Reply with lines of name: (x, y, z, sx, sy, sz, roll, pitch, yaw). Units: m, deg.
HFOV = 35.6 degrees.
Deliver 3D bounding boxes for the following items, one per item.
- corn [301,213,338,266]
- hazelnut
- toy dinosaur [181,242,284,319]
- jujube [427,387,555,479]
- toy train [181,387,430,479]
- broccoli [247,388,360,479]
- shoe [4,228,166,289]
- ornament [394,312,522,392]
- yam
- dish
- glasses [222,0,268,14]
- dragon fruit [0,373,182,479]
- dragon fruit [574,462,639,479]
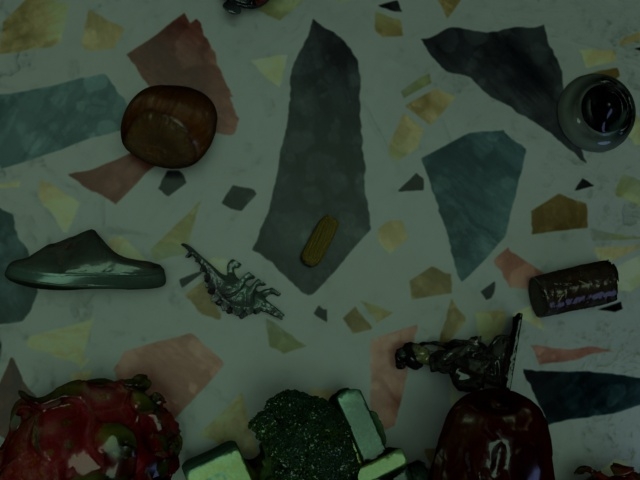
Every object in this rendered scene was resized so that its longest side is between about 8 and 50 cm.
corn: (0.000, 0.000, 1.665, 0.037, 0.037, 0.092, 28, 85, -4)
hazelnut: (-0.241, -0.192, 1.604, 0.150, 0.150, 0.150, 0, 86, -7)
toy dinosaur: (-0.150, 0.073, 1.641, 0.209, 0.039, 0.082, 38, 84, -2)
jujube: (0.258, 0.388, 1.505, 0.223, 0.223, 0.318, -1, 107, -7)
toy train: (-0.024, 0.401, 1.580, 0.397, 0.160, 0.253, -23, 80, -9)
broccoli: (-0.019, 0.311, 1.465, 0.195, 0.195, 0.156, 32, 123, -4)
shoe: (-0.371, 0.031, 1.589, 0.250, 0.103, 0.100, 3, 86, -12)
ornament: (0.222, 0.181, 1.640, 0.195, 0.166, 0.153, 9, 84, 9)
yam: (0.431, 0.082, 1.692, 0.141, 0.079, 0.079, -11, 87, -7)
dish: (0.489, -0.227, 1.720, 0.141, 0.078, 0.141, 1, 86, -7)
glasses: (-0.124, -0.516, 1.580, 0.118, 0.268, 0.234, -29, 88, -27)
dragon fruit: (-0.359, 0.330, 1.509, 0.302, 0.237, 0.231, -30, 69, 2)
dragon fruit: (0.466, 0.504, 1.609, 0.307, 0.243, 0.227, -25, 116, 28)
